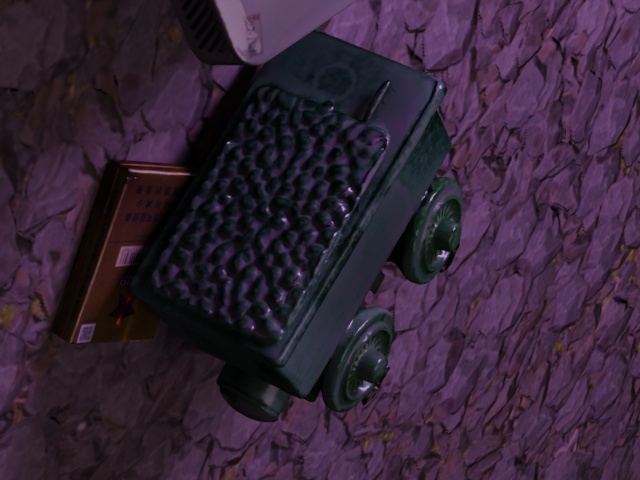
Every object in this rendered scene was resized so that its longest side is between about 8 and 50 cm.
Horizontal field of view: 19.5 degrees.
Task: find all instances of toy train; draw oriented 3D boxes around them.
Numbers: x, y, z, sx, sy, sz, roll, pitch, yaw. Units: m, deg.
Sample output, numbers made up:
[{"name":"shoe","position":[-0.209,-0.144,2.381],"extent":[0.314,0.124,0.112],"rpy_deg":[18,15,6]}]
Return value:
[{"name":"toy train","position":[0.000,0.000,1.350],"extent":[0.266,0.145,0.202],"rpy_deg":[-60,154,-13]}]

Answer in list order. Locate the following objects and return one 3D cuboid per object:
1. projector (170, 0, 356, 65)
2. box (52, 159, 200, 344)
[{"name":"projector","position":[-0.013,-0.272,1.128],"extent":[0.259,0.079,0.257],"rpy_deg":[-38,117,-32]},{"name":"box","position":[-0.132,0.008,1.306],"extent":[0.090,0.023,0.133],"rpy_deg":[0,115,-53]}]
